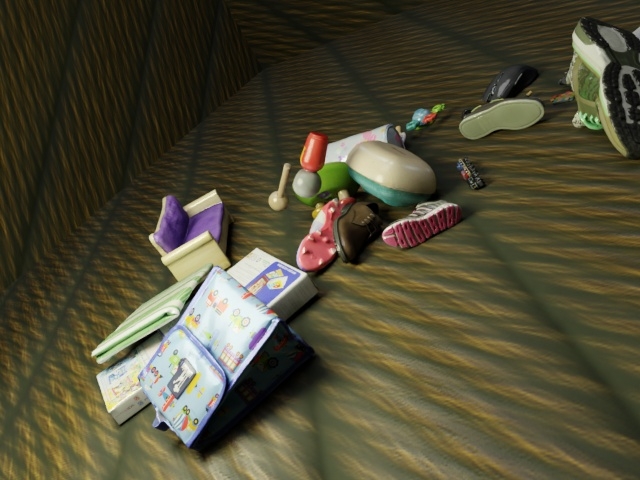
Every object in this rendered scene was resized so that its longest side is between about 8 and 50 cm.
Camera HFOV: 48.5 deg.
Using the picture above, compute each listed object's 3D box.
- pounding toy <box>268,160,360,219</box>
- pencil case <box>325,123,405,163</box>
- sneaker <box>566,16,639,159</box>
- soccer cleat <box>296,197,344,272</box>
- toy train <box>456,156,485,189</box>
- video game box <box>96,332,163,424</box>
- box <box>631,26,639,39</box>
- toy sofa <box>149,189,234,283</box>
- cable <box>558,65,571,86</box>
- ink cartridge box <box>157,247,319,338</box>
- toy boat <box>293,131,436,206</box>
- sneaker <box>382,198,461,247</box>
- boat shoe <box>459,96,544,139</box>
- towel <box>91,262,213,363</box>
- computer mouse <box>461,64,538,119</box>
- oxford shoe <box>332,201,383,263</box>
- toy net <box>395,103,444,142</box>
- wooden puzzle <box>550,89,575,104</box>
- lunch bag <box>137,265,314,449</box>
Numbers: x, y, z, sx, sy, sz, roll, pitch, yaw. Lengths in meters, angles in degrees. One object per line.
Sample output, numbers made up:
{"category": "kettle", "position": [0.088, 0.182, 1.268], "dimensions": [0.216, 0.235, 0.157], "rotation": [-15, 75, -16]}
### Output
{"category": "pounding toy", "position": [0.003, -0.106, 1.790], "dimensions": [0.236, 0.110, 0.183], "rotation": [-4, -26, -23]}
{"category": "pencil case", "position": [0.094, -0.222, 1.926], "dimensions": [0.273, 0.113, 0.124], "rotation": [-16, 68, 31]}
{"category": "sneaker", "position": [0.595, -0.282, 1.461], "dimensions": [0.158, 0.182, 0.410], "rotation": [9, 47, -4]}
{"category": "soccer cleat", "position": [0.000, 0.000, 1.658], "dimensions": [0.095, 0.083, 0.248], "rotation": [-50, 10, 44]}
{"category": "toy train", "position": [0.337, -0.151, 1.607], "dimensions": [0.036, 0.027, 0.158], "rotation": [-36, 21, 15]}
{"category": "video game box", "position": [-0.386, 0.289, 1.545], "dimensions": [0.187, 0.048, 0.205], "rotation": [-34, 22, -14]}
{"category": "box", "position": [0.742, -0.414, 1.571], "dimensions": [0.170, 0.091, 0.130], "rotation": [-38, 24, -17]}
{"category": "toy sofa", "position": [-0.352, -0.032, 2.002], "dimensions": [0.150, 0.177, 0.362], "rotation": [-28, 22, 7]}
{"category": "cable", "position": [0.682, -0.417, 1.725], "dimensions": [0.150, 0.047, 0.184], "rotation": [-35, 20, -24]}
{"category": "ink cartridge box", "position": [-0.190, 0.155, 1.561], "dimensions": [0.307, 0.072, 0.303], "rotation": [-41, 25, -13]}
{"category": "toy boat", "position": [0.095, -0.153, 1.652], "dimensions": [0.318, 0.148, 0.267], "rotation": [8, 19, -21]}
{"category": "sneaker", "position": [0.208, -0.040, 1.487], "dimensions": [0.170, 0.063, 0.075], "rotation": [-24, 23, 3]}
{"category": "boat shoe", "position": [0.445, -0.311, 1.730], "dimensions": [0.227, 0.081, 0.069], "rotation": [-9, 34, 46]}
{"category": "towel", "position": [-0.391, 0.169, 1.707], "dimensions": [0.247, 0.038, 0.325], "rotation": [-32, 9, 12]}
{"category": "computer mouse", "position": [0.503, -0.408, 1.889], "dimensions": [0.262, 0.060, 0.184], "rotation": [-38, 23, -17]}
{"category": "oxford shoe", "position": [0.086, -0.030, 1.589], "dimensions": [0.096, 0.083, 0.227], "rotation": [-15, 28, 23]}
{"category": "toy net", "position": [0.258, -0.305, 2.000], "dimensions": [0.232, 0.045, 0.122], "rotation": [-45, 28, -27]}
{"category": "wooden puzzle", "position": [0.595, -0.349, 1.724], "dimensions": [0.083, 0.006, 0.049], "rotation": [-7, 32, 44]}
{"category": "lunch bag", "position": [-0.198, 0.231, 1.307], "dimensions": [0.293, 0.138, 0.221], "rotation": [-49, 47, -9]}
